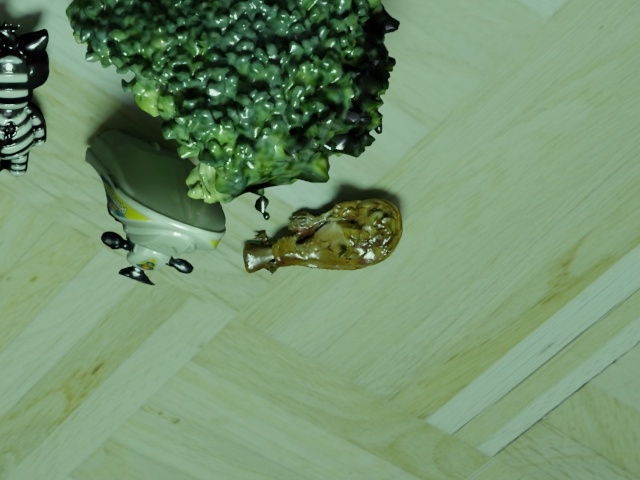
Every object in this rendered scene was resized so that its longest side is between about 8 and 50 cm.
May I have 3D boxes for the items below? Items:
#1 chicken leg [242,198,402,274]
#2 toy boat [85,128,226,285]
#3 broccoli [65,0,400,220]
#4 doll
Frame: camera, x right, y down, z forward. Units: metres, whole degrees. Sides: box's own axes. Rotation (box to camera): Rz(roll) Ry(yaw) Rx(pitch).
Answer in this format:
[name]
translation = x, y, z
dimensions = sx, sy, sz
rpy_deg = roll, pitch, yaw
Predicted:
[chicken leg]
translation = 0.001, 0.001, 1.799
dimensions = 0.207, 0.085, 0.101
rpy_deg = -12, 174, 10
[toy boat]
translation = -0.190, -0.037, 1.610
dimensions = 0.140, 0.269, 0.141
rpy_deg = -6, 120, -11
[broccoli]
translation = -0.099, -0.176, 1.531
dimensions = 0.347, 0.293, 0.281
rpy_deg = 8, 167, -2
[doll]
translation = -0.350, -0.161, 1.619
dimensions = 0.091, 0.067, 0.219
rpy_deg = 1, 135, -14
